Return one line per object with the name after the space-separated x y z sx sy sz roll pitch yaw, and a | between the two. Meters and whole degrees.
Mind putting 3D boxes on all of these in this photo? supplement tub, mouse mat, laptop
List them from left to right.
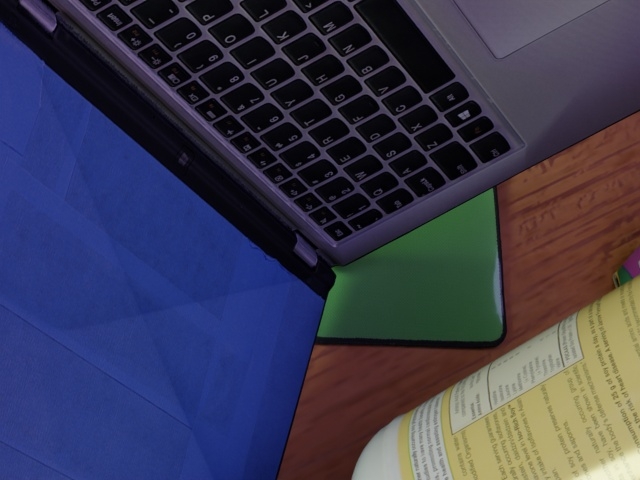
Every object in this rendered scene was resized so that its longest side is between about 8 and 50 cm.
0.000 0.000 0.934 0.382 0.407 0.236 43 24 -55 | laptop
0.050 -0.024 1.195 0.152 0.007 0.190 3 75 -23 | mouse mat
0.165 0.158 0.956 0.331 0.241 0.241 -32 91 16 | supplement tub

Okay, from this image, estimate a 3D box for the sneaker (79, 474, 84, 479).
-0.241 0.130 0.965 0.295 0.124 0.178 -26 109 -5 | sneaker

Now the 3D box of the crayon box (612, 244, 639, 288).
0.383 0.158 1.174 0.313 0.106 0.363 7 50 -21 | crayon box
